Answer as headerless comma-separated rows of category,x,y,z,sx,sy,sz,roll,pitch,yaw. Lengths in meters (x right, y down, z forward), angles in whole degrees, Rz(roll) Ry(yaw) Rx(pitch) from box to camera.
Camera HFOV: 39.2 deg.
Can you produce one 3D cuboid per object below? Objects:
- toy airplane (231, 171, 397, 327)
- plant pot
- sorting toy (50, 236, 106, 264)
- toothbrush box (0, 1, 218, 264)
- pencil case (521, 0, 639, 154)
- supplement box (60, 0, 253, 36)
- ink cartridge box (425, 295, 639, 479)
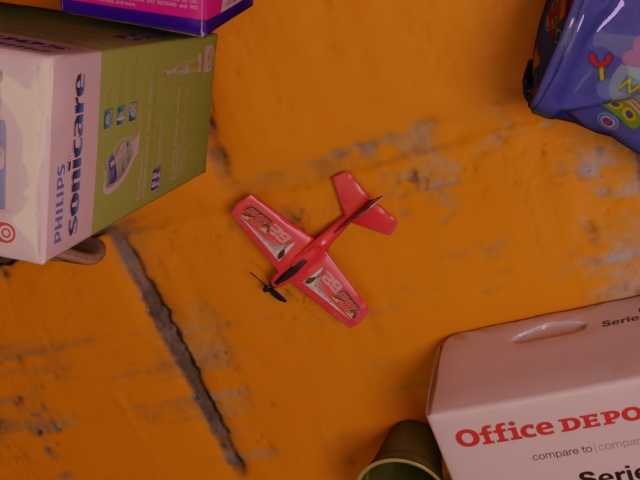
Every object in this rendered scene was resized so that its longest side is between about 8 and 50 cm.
toy airplane,0.000,0.000,0.764,0.151,0.028,0.151,6,118,11
plant pot,0.079,0.207,0.816,0.083,0.079,0.083,6,117,11
sorting toy,-0.362,-0.026,0.744,0.307,0.229,0.041,7,85,31
toothbrush box,-0.214,-0.093,0.620,0.206,0.283,0.122,10,106,8
pencil case,0.283,-0.081,0.597,0.306,0.119,0.133,25,130,1
supplement box,-0.107,-0.267,0.612,0.114,0.111,0.220,12,117,10
ink cartridge box,0.229,0.206,0.754,0.201,0.117,0.278,-15,110,21
